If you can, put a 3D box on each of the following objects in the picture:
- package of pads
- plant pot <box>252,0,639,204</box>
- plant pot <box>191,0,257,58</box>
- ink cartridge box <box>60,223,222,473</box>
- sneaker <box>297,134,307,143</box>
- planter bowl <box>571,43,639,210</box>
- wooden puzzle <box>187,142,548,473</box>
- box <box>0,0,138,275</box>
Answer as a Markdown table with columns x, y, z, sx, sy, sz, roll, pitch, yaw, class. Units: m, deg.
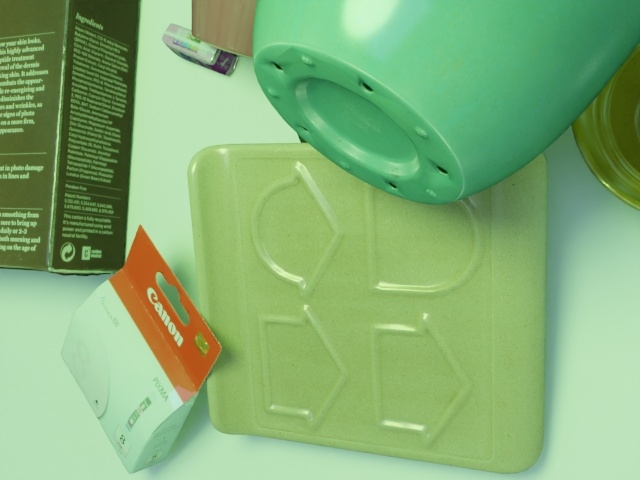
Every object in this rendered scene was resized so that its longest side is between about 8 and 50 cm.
| x | y | z | sx | sy | sz | roll | pitch | yaw | class |
| --- | --- | --- | --- | --- | --- | --- | --- | --- | --- |
| -0.146 | -0.231 | 0.921 | 0.083 | 0.050 | 0.032 | 26 | 91 | 23 | package of pads |
| 0.087 | -0.172 | 0.578 | 0.293 | 0.293 | 0.235 | 29 | 77 | 22 | plant pot |
| -0.059 | -0.295 | 0.822 | 0.201 | 0.201 | 0.180 | 26 | 112 | 23 | plant pot |
| -0.214 | 0.128 | 0.864 | 0.189 | 0.066 | 0.232 | 51 | 137 | 24 | ink cartridge box |
| 0.038 | -0.193 | 0.810 | 0.153 | 0.101 | 0.268 | 9 | 92 | 21 | sneaker |
| 0.342 | -0.118 | 0.680 | 0.217 | 0.090 | 0.217 | -2 | 86 | 24 | planter bowl |
| 0.048 | 0.058 | 0.771 | 0.348 | 0.080 | 0.322 | 1 | 104 | 18 | wooden puzzle |
| -0.354 | -0.150 | 0.960 | 0.191 | 0.143 | 0.381 | 2 | 89 | 24 | box |
